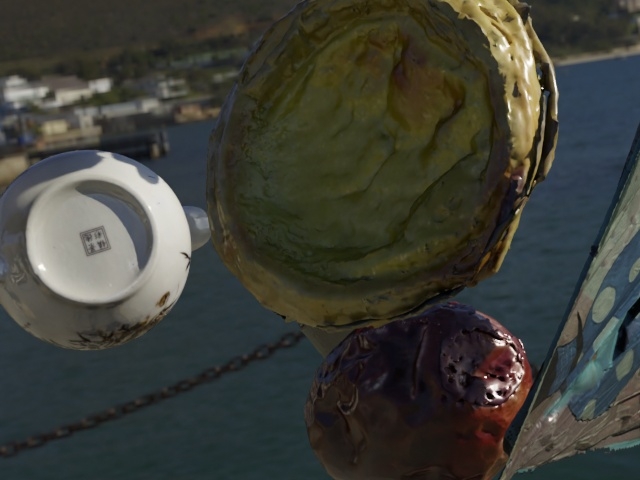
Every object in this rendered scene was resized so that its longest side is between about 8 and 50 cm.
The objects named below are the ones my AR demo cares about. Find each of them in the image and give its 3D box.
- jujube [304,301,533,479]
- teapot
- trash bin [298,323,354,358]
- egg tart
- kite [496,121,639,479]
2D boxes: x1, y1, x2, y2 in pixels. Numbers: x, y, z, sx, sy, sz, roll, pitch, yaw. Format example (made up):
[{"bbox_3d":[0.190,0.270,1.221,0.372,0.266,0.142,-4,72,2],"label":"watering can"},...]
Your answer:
[{"bbox_3d":[0.095,0.156,1.125,0.183,0.183,0.243,-13,-14,-33],"label":"jujube"},{"bbox_3d":[-0.261,0.014,1.255,0.299,0.208,0.166,-16,4,-5],"label":"teapot"},{"bbox_3d":[0.000,0.000,1.389,0.122,0.240,0.164,-28,-28,2],"label":"trash bin"},{"bbox_3d":[0.042,-0.062,0.822,0.279,0.279,0.095,-4,-19,35],"label":"egg tart"},{"bbox_3d":[0.195,0.011,0.670,0.014,0.406,0.368,26,57,31],"label":"kite"}]
